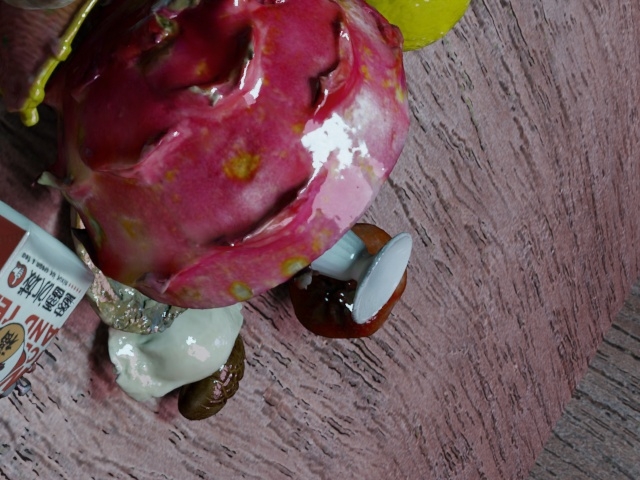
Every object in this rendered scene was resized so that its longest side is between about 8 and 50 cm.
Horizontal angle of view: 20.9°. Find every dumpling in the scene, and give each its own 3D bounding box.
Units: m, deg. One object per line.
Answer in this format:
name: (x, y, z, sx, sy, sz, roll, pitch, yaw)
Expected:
dumpling: (-0.173, 0.092, 2.034, 0.155, 0.111, 0.181, 61, 27, -27)

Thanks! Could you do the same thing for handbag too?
handbag: (-0.361, 0.099, 1.604, 0.298, 0.151, 0.171, -58, 158, -6)

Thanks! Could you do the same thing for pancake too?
pancake: (-0.175, -0.032, 1.919, 0.282, 0.049, 0.282, -30, 128, -47)

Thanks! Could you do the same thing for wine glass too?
wine glass: (0.000, 0.000, 2.146, 0.165, 0.196, 0.165, -50, 157, -31)

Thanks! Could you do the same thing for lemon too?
lemon: (0.089, -0.319, 2.045, 0.192, 0.192, 0.231, -56, 154, -19)

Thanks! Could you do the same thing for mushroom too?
mushroom: (-0.138, 0.167, 2.182, 0.109, 0.085, 0.126, -1, 120, -64)

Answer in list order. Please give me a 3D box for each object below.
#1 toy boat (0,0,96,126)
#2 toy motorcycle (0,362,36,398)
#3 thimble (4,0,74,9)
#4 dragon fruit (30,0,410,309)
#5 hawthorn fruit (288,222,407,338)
toy boat: (-0.211, -0.253, 1.587, 0.099, 0.141, 0.318, 51, 60, -35)
toy motorcycle: (-0.355, 0.143, 1.738, 0.212, 0.084, 0.118, -52, 155, -8)
thimble: (-0.232, -0.316, 1.422, 0.148, 0.196, 0.229, -47, 119, -39)
dragon fruit: (-0.118, -0.133, 1.656, 0.386, 0.371, 0.249, -36, 133, 9)
hawthorn fruit: (0.046, 0.049, 2.358, 0.194, 0.157, 0.157, -30, 139, -60)
